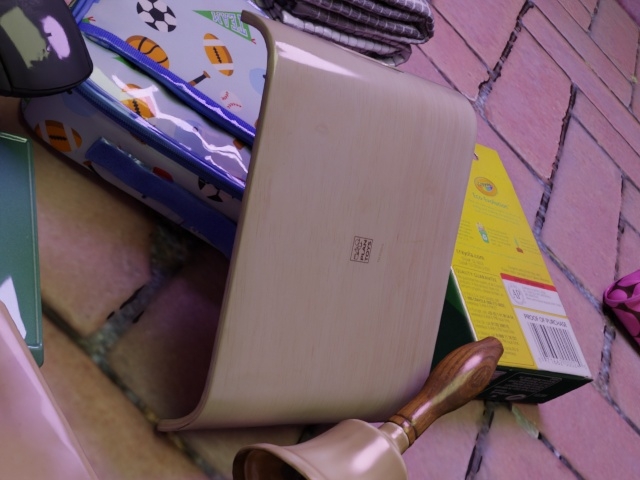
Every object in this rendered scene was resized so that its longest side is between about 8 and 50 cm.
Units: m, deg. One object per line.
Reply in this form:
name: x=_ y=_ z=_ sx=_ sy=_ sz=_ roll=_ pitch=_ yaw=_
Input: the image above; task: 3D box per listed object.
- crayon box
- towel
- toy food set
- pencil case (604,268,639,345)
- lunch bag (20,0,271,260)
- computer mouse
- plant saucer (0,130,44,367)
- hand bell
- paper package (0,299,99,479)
crayon box: x=0.168 y=0.019 z=0.901 sx=0.202 sy=0.081 sz=0.318 roll=14 pitch=50 yaw=-40
towel: x=0.002 y=-0.354 z=1.013 sx=0.284 sy=0.121 sz=0.235 roll=0 pitch=59 yaw=-47
toy food set: x=0.000 y=0.000 z=0.622 sx=0.220 sy=0.092 sz=0.306 roll=10 pitch=91 yaw=-42
pencil case: x=0.513 y=0.133 z=1.157 sx=0.209 sy=0.098 sz=0.095 roll=47 pitch=36 yaw=-4
lunch bag: x=-0.094 y=-0.112 z=0.714 sx=0.303 sy=0.115 sz=0.243 roll=32 pitch=42 yaw=-22
computer mouse: x=-0.283 y=-0.180 z=0.534 sx=0.184 sy=0.060 sz=0.262 roll=-21 pitch=55 yaw=-42
plant saucer: x=-0.227 y=-0.004 z=0.557 sx=0.067 sy=0.018 sz=0.192 roll=14 pitch=49 yaw=-40
hand bell: x=0.066 y=0.139 z=0.596 sx=0.242 sy=0.126 sz=0.126 roll=-31 pitch=84 yaw=-36
paper package: x=-0.295 y=0.083 z=0.284 sx=0.325 sy=0.168 sz=0.309 roll=-21 pitch=77 yaw=-53
